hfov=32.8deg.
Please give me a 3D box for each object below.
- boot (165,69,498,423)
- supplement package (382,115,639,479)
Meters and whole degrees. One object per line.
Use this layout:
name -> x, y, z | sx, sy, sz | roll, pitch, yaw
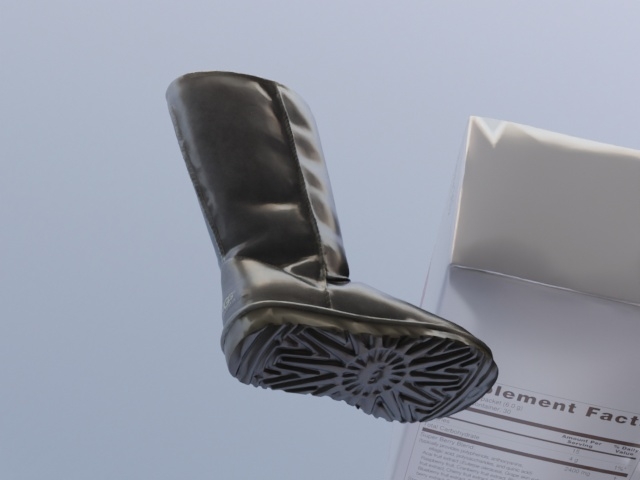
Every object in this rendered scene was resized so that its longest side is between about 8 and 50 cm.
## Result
boot -> 0.002, -0.001, 0.649 | 0.189, 0.076, 0.208 | 21, -148, -32
supplement package -> 0.155, 0.088, 0.798 | 0.175, 0.293, 0.177 | 12, -140, 4
